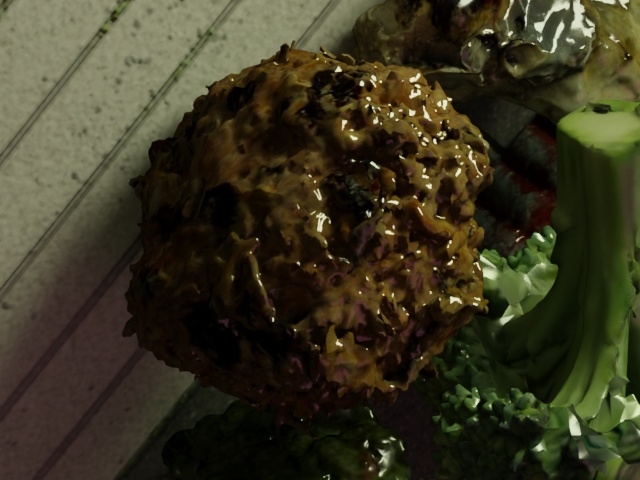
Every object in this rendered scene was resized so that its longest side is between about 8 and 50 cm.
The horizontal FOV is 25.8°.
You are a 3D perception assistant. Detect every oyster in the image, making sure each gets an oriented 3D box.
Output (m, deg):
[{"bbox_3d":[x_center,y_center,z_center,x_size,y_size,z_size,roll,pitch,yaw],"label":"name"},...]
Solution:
[{"bbox_3d":[0.140,-0.156,1.011,0.232,0.161,0.107,-5,155,-11],"label":"oyster"}]

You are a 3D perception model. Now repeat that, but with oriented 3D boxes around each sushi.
[{"bbox_3d":[0.009,0.281,1.098,0.178,0.294,0.352,-24,128,-16],"label":"sushi"}]

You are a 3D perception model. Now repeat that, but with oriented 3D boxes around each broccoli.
[{"bbox_3d":[0.172,0.076,0.973,0.302,0.249,0.375,62,35,-9],"label":"broccoli"}]

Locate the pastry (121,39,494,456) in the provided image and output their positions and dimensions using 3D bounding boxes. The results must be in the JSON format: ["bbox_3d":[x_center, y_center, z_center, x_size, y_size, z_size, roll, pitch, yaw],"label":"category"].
[{"bbox_3d":[0.000,0.000,0.935,0.275,0.275,0.193,-50,133,4],"label":"pastry"}]

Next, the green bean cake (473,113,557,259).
[{"bbox_3d":[0.230,-0.003,1.193,0.198,0.097,0.232,-47,133,0],"label":"green bean cake"}]
